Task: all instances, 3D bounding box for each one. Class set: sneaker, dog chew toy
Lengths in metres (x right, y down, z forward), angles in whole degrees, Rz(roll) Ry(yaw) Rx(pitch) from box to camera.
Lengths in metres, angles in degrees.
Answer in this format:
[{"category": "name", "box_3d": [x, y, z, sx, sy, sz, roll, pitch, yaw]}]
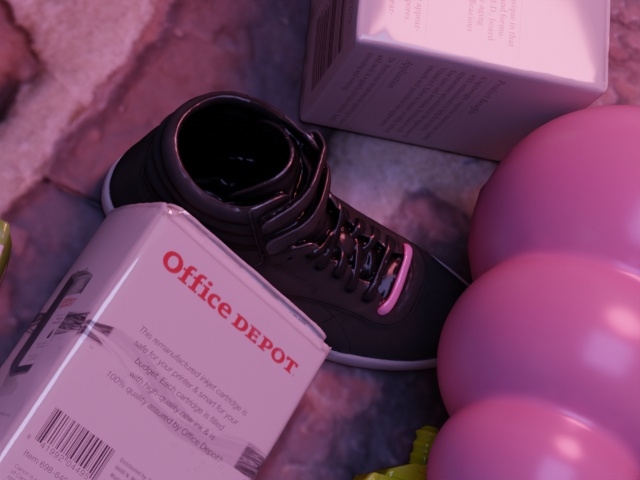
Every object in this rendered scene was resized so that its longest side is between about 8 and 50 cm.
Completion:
[{"category": "sneaker", "box_3d": [0.000, 0.000, 0.875, 0.296, 0.147, 0.104, 25, 67, -9]}, {"category": "dog chew toy", "box_3d": [0.171, 0.072, 0.842, 0.207, 0.206, 0.331, 30, 60, -6]}]

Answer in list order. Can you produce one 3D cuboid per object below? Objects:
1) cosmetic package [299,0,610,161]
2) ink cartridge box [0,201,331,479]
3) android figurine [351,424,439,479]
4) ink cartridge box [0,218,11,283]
[{"category": "cosmetic package", "box_3d": [0.096, -0.163, 0.949, 0.184, 0.151, 0.151, 10, 71, -14]}, {"category": "ink cartridge box", "box_3d": [-0.116, 0.106, 0.815, 0.158, 0.092, 0.217, 43, 67, -26]}, {"category": "android figurine", "box_3d": [0.069, 0.263, 0.866, 0.248, 0.056, 0.272, 18, 72, -10]}, {"category": "ink cartridge box", "box_3d": [-0.319, 0.086, 0.783, 0.189, 0.097, 0.255, 20, 69, -10]}]
